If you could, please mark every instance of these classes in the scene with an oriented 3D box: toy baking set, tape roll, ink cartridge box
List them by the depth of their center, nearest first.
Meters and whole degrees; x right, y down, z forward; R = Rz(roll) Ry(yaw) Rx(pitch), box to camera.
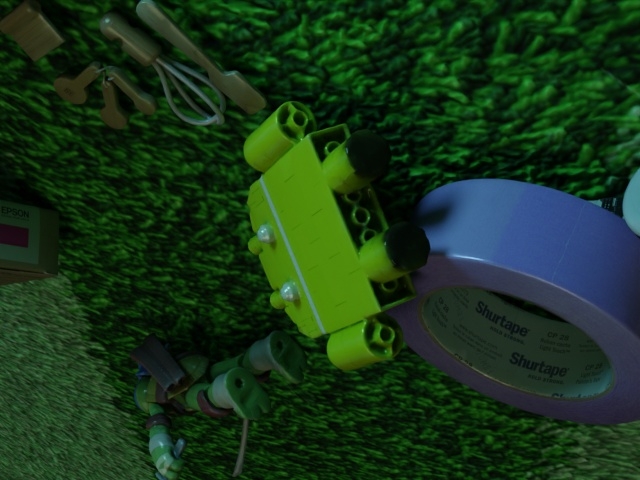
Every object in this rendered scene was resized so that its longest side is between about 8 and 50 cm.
[{"bbox_3d":[-0.177,-0.180,0.869,0.256,0.030,0.197,5,143,26],"label":"toy baking set"},{"bbox_3d":[0.194,0.064,0.875,0.274,0.090,0.275,24,154,12],"label":"tape roll"},{"bbox_3d":[-0.463,-0.001,1.122,0.193,0.088,0.234,-10,165,37],"label":"ink cartridge box"}]

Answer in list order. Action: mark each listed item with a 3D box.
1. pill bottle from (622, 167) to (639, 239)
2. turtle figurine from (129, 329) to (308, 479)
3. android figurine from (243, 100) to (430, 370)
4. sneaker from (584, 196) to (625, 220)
[{"bbox_3d":[0.333,0.006,0.747,0.184,0.103,0.103,41,141,-22],"label":"pill bottle"},{"bbox_3d":[-0.129,0.241,1.246,0.197,0.275,0.266,7,156,-41],"label":"turtle figurine"},{"bbox_3d":[0.000,0.000,0.878,0.273,0.056,0.248,-28,83,61],"label":"android figurine"},{"bbox_3d":[0.248,-0.014,0.831,0.109,0.040,0.044,11,148,31],"label":"sneaker"}]
